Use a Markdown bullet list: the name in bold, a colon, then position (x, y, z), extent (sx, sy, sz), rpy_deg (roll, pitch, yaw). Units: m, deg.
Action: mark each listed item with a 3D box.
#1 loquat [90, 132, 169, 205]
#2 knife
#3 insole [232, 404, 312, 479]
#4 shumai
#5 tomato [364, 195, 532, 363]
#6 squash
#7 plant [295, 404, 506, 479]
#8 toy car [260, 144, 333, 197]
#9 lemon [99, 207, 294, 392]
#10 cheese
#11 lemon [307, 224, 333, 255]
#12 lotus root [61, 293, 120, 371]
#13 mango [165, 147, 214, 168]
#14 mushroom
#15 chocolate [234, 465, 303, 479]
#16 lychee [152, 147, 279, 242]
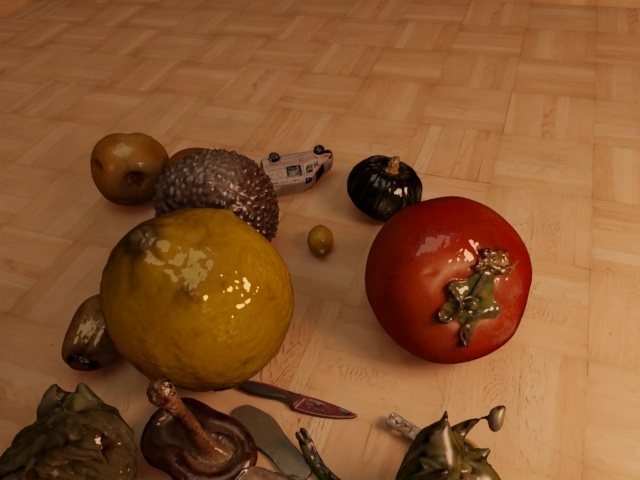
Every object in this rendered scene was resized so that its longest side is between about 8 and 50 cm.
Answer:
- **loquat**: position (-0.525, -0.206, 1.473), extent (0.213, 0.213, 0.213), rpy_deg (-4, 44, 4)
- **knife**: position (-0.051, 0.305, 1.014), extent (0.247, 0.018, 0.035), rpy_deg (11, 44, 16)
- **insole**: position (-0.089, 0.363, 0.964), extent (0.063, 0.010, 0.192), rpy_deg (-37, 52, -26)
- **shumai**: position (-0.424, 0.365, 0.918), extent (0.256, 0.189, 0.218), rpy_deg (-27, 27, 2)
- **tomato**: position (0.238, 0.065, 1.040), extent (0.322, 0.321, 0.321), rpy_deg (-4, 44, 4)
- **squash**: position (0.162, -0.132, 1.341), extent (0.193, 0.156, 0.193), rpy_deg (7, 60, -12)
- **plant**: position (0.144, 0.395, 0.851), extent (0.180, 0.333, 0.251), rpy_deg (-5, 79, -43)
- **toy car**: position (-0.059, -0.186, 1.464), extent (0.210, 0.089, 0.108), rpy_deg (-11, 65, -8)
- **lemon**: position (-0.231, 0.102, 0.999), extent (0.350, 0.387, 0.349), rpy_deg (-18, 48, 21)
- **cheese**: position (0.188, 0.350, 0.924), extent (0.162, 0.036, 0.086), rpy_deg (25, 51, 28)
- **lemon**: position (0.000, 0.000, 1.288), extent (0.065, 0.065, 0.092), rpy_deg (-5, 50, 2)
- **lotus root**: position (-0.459, 0.179, 1.127), extent (0.125, 0.118, 0.221), rpy_deg (26, 42, -12)
- **mango**: position (-0.297, -0.170, 1.446), extent (0.255, 0.139, 0.175), rpy_deg (10, 45, 8)
- **mushroom**: position (-0.222, 0.310, 0.887), extent (0.227, 0.217, 0.148), rpy_deg (14, 47, 20)
- **chocolate**: position (-0.022, 0.455, 0.772), extent (0.303, 0.100, 0.185), rpy_deg (3, 31, 29)
- **lychee**: position (-0.233, -0.086, 1.242), extent (0.300, 0.300, 0.300), rpy_deg (-4, 44, 4)
